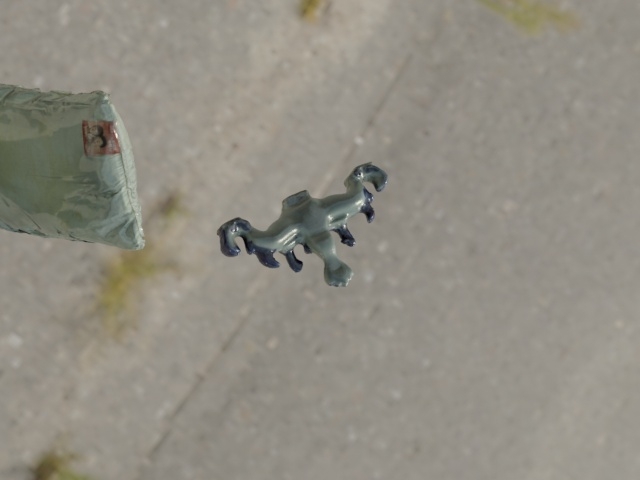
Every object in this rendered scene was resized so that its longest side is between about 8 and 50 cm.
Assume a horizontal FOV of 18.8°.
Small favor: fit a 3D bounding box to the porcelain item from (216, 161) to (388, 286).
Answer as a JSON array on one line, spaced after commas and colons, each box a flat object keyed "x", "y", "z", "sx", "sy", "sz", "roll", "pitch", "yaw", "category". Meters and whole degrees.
[{"x": 0.000, "y": 0.000, "z": 1.349, "sx": 0.136, "sy": 0.075, "sz": 0.021, "roll": -23, "pitch": 167, "yaw": -25, "category": "porcelain item"}]

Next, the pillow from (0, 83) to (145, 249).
[{"x": -0.222, "y": -0.062, "z": 1.495, "sx": 0.051, "sy": 0.229, "sz": 0.128, "roll": -30, "pitch": 118, "yaw": -41, "category": "pillow"}]
